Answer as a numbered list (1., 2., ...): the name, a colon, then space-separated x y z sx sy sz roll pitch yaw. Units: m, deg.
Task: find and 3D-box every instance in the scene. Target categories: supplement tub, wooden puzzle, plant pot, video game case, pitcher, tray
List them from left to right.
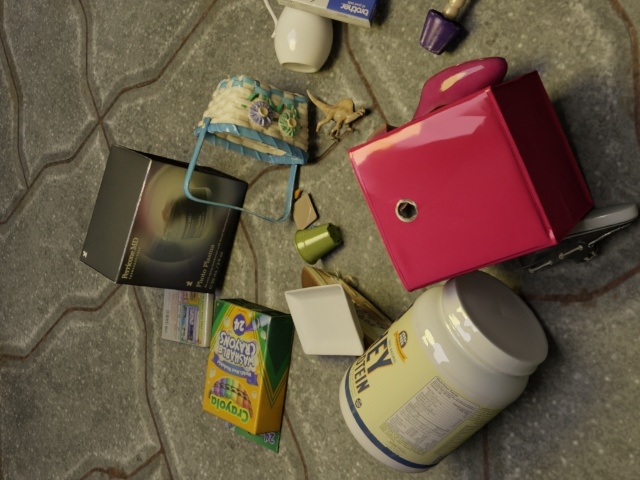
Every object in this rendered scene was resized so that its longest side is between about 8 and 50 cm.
1. video game case: -0.342 0.160 2.162 0.193 0.023 0.212 3 89 46
2. pitcher: -0.054 -0.478 1.824 0.178 0.125 0.207 7 87 26
3. wooden puzzle: -0.037 -0.064 1.875 0.078 0.014 0.116 -34 64 44
4. plant pot: 0.000 0.000 1.796 0.079 0.083 0.083 -25 70 28
5. tray: 0.012 0.159 1.687 0.270 0.030 0.145 -15 93 64
6. supplement tub: 0.209 0.227 1.454 0.325 0.235 0.235 -50 55 31

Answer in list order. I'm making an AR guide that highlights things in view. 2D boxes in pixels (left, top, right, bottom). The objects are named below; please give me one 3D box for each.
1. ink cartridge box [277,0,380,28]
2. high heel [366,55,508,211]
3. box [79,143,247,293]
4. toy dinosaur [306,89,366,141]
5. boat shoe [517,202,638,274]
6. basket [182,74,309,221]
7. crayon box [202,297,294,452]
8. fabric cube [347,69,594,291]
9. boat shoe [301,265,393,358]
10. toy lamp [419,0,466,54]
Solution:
1. ink cartridge box: 0.021 -0.514 1.728 0.207 0.046 0.097 18 83 11
2. high heel: 0.221 -0.182 1.542 0.377 0.127 0.181 -38 55 52
3. box: -0.370 -0.044 1.991 0.183 0.294 0.296 23 99 44
4. toy dinosaur: 0.032 -0.266 1.801 0.183 0.053 0.092 22 87 42
5. boat shoe: 0.423 -0.001 1.371 0.219 0.078 0.070 -23 92 40
6. basket: -0.157 -0.202 1.833 0.201 0.255 0.288 13 89 57
7. crayon box: -0.172 0.311 1.941 0.203 0.083 0.322 12 97 45
8. fabric cube: 0.247 -0.096 1.347 0.258 0.259 0.254 -21 93 33
9. boat shoe: 0.056 0.145 1.730 0.285 0.089 0.104 47 145 39
10. toy lamp: 0.272 -0.471 1.540 0.080 0.080 0.274 50 120 34
